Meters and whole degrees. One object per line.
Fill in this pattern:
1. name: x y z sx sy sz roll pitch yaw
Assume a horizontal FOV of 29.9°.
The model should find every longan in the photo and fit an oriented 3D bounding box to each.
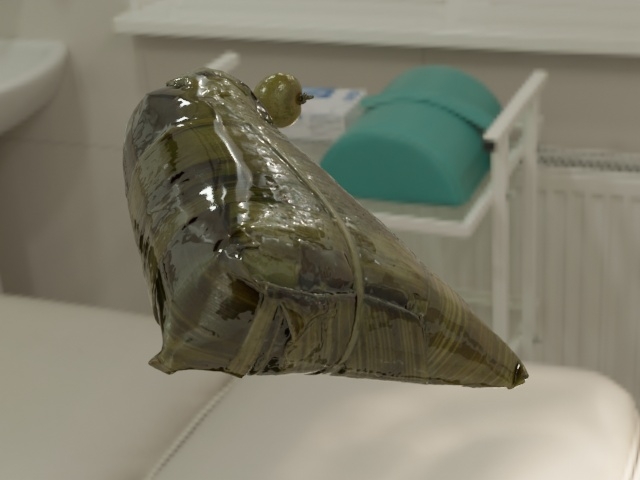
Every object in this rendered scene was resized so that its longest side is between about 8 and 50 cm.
1. longan: -0.050 -0.187 1.598 0.083 0.075 0.075 0 27 11

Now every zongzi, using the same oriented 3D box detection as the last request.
1. zongzi: 0.000 0.000 0.901 0.288 0.134 0.286 13 33 -27
